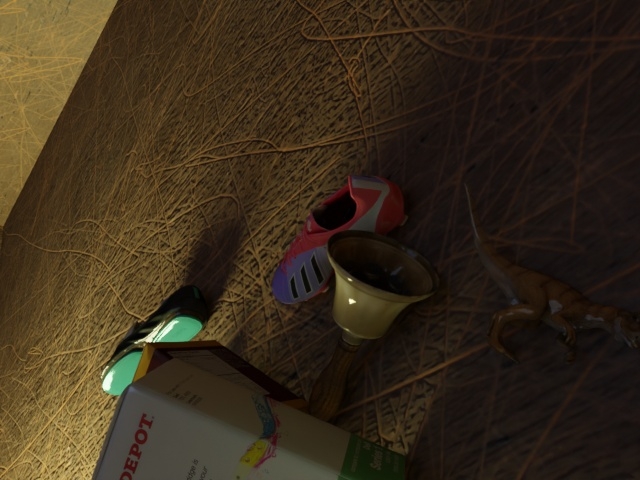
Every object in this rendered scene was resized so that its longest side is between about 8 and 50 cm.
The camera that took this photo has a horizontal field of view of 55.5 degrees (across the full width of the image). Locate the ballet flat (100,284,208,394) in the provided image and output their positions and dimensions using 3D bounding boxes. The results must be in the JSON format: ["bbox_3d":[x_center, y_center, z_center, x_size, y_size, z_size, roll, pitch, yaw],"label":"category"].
[{"bbox_3d":[-0.294,0.175,1.094,0.280,0.095,0.096,-39,38,25],"label":"ballet flat"}]

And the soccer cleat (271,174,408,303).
[{"bbox_3d":[0.000,0.000,0.759,0.248,0.095,0.083,-38,48,37],"label":"soccer cleat"}]

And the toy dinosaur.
[{"bbox_3d":[0.185,0.049,0.544,0.112,0.064,0.211,-53,48,1],"label":"toy dinosaur"}]

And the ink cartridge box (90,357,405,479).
[{"bbox_3d":[-0.080,0.269,0.613,0.117,0.278,0.201,-22,-47,-80],"label":"ink cartridge box"}]

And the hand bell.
[{"bbox_3d":[0.032,0.123,0.693,0.126,0.126,0.242,52,131,48],"label":"hand bell"}]

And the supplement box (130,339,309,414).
[{"bbox_3d":[-0.150,0.257,0.786,0.194,0.129,0.191,26,98,34],"label":"supplement box"}]
